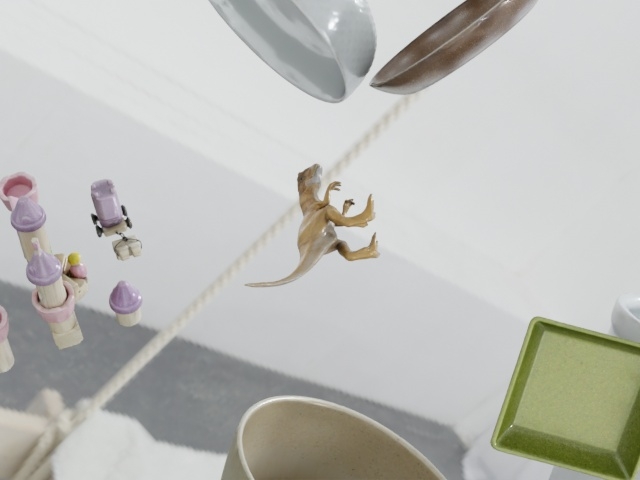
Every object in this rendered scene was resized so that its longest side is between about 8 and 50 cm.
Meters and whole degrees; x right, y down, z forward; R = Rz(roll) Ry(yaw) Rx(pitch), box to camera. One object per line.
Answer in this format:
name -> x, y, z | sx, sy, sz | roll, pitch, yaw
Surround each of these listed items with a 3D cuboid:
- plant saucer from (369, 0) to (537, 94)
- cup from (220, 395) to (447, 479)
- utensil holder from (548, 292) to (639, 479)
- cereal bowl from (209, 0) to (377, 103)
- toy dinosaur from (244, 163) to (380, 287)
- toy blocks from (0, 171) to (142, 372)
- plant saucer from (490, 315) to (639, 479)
plant saucer -> 0.209, -0.305, 1.699 | 0.050, 0.311, 0.310 | 51, 18, -10
cup -> -0.007, 0.392, 1.457 | 0.331, 0.237, 0.331 | 26, 22, -11
utensil holder -> 0.522, 0.317, 1.701 | 0.328, 0.385, 0.327 | 18, 15, -5
cereal bowl -> -0.037, -0.373, 1.750 | 0.339, 0.141, 0.339 | 42, -10, 9
toy dinosaur -> 0.000, 0.000, 1.168 | 0.211, 0.112, 0.064 | -79, 161, -54
toy blocks -> -0.440, -0.002, 1.841 | 0.260, 0.309, 0.288 | 90, -23, -50
plant saucer -> 0.327, 0.194, 1.444 | 0.188, 0.188, 0.045 | 15, 17, 1
